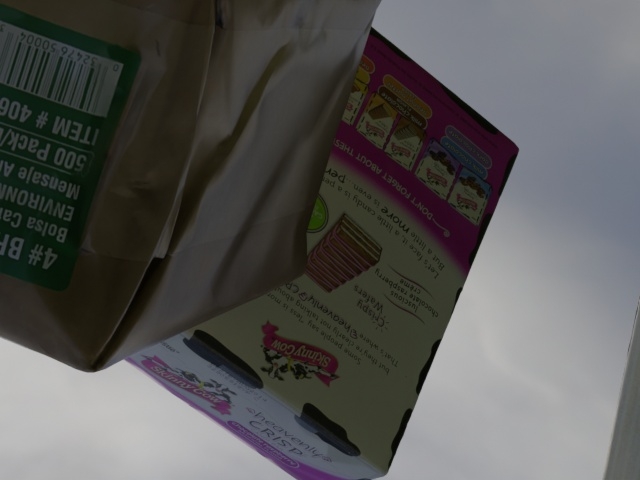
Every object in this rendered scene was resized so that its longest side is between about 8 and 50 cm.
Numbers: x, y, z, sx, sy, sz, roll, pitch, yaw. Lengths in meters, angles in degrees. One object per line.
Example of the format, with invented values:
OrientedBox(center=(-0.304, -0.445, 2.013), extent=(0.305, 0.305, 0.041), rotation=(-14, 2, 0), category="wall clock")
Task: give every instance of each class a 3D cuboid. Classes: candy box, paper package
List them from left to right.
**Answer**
OrientedBox(center=(-0.167, -0.091, 0.830), extent=(0.325, 0.168, 0.309), rotation=(20, -168, 12), category="paper package")
OrientedBox(center=(0.000, 0.000, 1.044), extent=(0.159, 0.071, 0.233), rotation=(38, -123, -19), category="candy box")

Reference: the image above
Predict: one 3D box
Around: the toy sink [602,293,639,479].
OrientedBox(center=(0.184, 0.041, 0.582), extent=(0.131, 0.234, 0.153), rotation=(29, -130, 25), category="toy sink")
